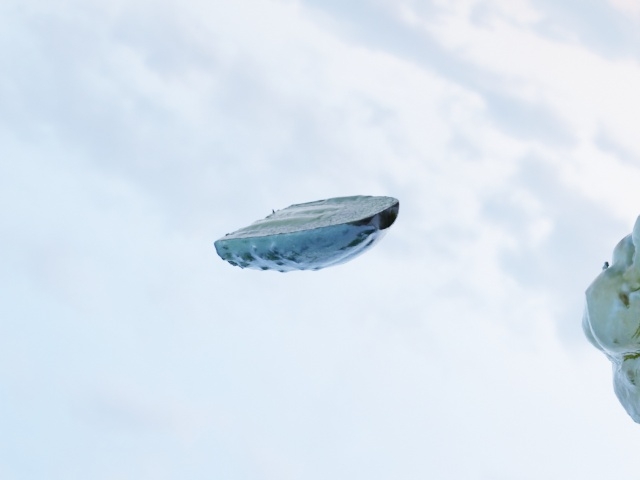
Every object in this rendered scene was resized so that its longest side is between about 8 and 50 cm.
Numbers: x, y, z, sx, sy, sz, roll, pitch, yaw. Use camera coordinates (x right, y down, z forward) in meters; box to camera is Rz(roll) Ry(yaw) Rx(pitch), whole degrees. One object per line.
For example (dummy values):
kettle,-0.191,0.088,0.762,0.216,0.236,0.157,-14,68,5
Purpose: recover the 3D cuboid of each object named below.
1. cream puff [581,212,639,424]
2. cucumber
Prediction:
cream puff,0.423,0.094,1.132,0.291,0.324,0.257,9,-141,-24
cucumber,0.000,0.000,0.663,0.067,0.035,0.107,-25,-167,-41
